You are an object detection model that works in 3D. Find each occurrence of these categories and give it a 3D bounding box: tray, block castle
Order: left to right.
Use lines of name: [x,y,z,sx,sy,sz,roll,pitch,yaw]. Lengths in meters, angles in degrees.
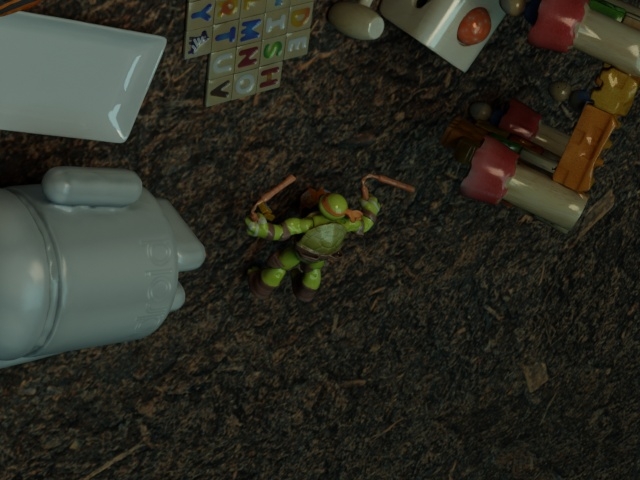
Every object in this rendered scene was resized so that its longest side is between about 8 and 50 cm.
tray: [-0.307,-0.191,1.785,0.270,0.030,0.145,4,119,-47]
block castle: [0.311,-0.205,2.127,0.453,0.213,0.303,-46,159,-73]

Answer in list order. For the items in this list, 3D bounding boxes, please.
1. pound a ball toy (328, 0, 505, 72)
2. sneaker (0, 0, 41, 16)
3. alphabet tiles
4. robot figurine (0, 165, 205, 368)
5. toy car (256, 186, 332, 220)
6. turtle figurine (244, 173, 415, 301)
pound a ball toy: [0.185,-0.360,2.052,0.319,0.136,0.208,-56,143,7]
sneaker: [-0.275,-0.298,1.554,0.180,0.124,0.321,-25,173,-21]
alphabet tiles: [-0.087,-0.282,1.949,0.198,0.009,0.237,-20,133,-34]
robot figurine: [-0.309,0.031,1.833,0.353,0.200,0.300,-8,133,-42]
toy car: [-0.033,-0.058,2.169,0.122,0.040,0.060,4,137,-49]
turtle figurine: [0.000,0.000,2.157,0.270,0.087,0.217,-10,147,-36]
